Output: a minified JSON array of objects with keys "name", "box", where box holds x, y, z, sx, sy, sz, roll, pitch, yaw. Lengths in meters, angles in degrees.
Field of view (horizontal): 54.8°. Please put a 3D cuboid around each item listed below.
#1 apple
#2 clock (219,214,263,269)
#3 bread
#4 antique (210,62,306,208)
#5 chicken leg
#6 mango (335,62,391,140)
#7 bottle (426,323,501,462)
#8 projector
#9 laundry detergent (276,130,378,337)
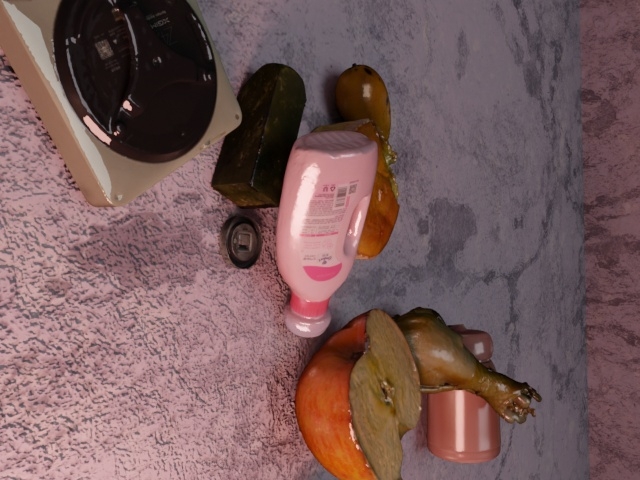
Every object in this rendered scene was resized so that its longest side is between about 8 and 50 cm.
[{"name":"apple","box":[0.048,0.274,1.062,0.251,0.163,0.293,65,29,-16]},{"name":"clock","box":[-0.121,0.002,0.944,0.085,0.017,0.085,-1,91,-55]},{"name":"bread","box":[0.058,-0.090,1.102,0.179,0.133,0.250,30,65,-47]},{"name":"antique","box":[-0.087,-0.163,0.942,0.081,0.080,0.221,36,60,-50]},{"name":"chicken leg","box":[0.287,0.275,1.296,0.429,0.153,0.201,29,39,-18]},{"name":"mango","box":[0.087,-0.256,1.173,0.178,0.090,0.115,49,49,-49]},{"name":"bottle","box":[0.336,0.356,1.479,0.206,0.173,0.297,7,81,-86]},{"name":"projector","box":[-0.223,-0.208,0.745,0.257,0.079,0.259,-47,125,-42]},{"name":"laundry detergent","box":[0.000,0.000,0.958,0.159,0.088,0.335,-12,127,-31]}]
